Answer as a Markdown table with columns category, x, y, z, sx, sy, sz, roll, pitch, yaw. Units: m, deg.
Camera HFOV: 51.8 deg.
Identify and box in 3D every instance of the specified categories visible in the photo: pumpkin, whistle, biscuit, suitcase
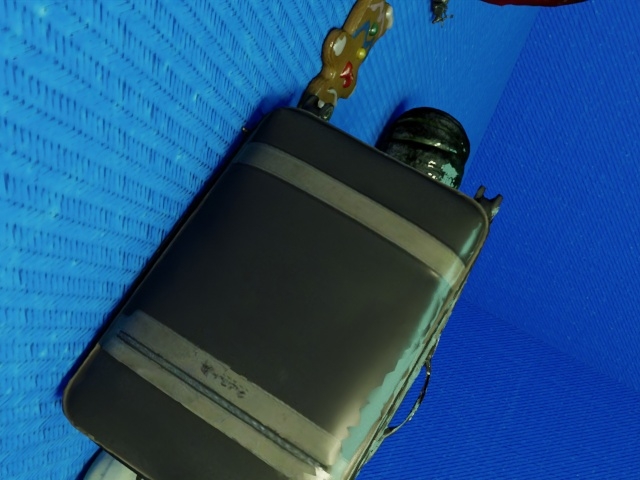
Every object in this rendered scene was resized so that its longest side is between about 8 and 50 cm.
| category | x | y | z | sx | sy | sz | roll | pitch | yaw |
| --- | --- | --- | --- | --- | --- | --- | --- | --- | --- |
| pumpkin | 0.179 | -0.134 | 1.203 | 0.220 | 0.161 | 0.221 | 25 | 90 | -85 |
| whistle | -0.217 | 0.278 | 0.785 | 0.258 | 0.067 | 0.126 | -31 | 134 | -73 |
| biscuit | 0.034 | -0.218 | 0.797 | 0.205 | 0.031 | 0.138 | -58 | 166 | -10 |
| suitcase | -0.021 | 0.077 | 0.647 | 0.434 | 0.283 | 0.194 | -56 | 168 | -15 |

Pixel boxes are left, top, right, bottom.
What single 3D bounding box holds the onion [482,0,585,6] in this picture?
| category | x | y | z | sx | sy | sz | roll | pitch | yaw |
| --- | --- | --- | --- | --- | --- | --- | --- | --- | --- |
| onion | 0.200 | -0.402 | 0.574 | 0.385 | 0.347 | 0.348 | -99 | -160 | -48 |

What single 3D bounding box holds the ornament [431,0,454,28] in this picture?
| category | x | y | z | sx | sy | sz | roll | pitch | yaw |
| --- | --- | --- | --- | --- | --- | --- | --- | --- | --- |
| ornament | 0.202 | -0.391 | 1.068 | 0.073 | 0.028 | 0.125 | -63 | 164 | 6 |
